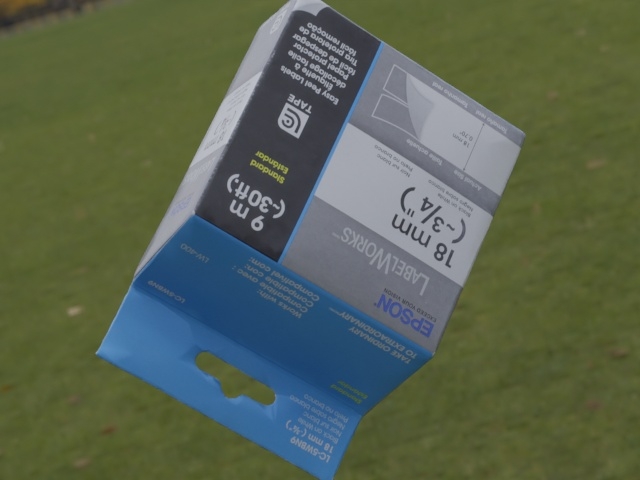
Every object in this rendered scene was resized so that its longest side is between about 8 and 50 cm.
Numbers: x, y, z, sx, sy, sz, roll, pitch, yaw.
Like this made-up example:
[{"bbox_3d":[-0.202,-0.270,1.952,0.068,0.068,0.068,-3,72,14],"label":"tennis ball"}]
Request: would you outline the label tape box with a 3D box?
[{"bbox_3d":[0.000,0.000,1.392,0.106,0.240,0.334,-23,39,64],"label":"label tape box"}]
